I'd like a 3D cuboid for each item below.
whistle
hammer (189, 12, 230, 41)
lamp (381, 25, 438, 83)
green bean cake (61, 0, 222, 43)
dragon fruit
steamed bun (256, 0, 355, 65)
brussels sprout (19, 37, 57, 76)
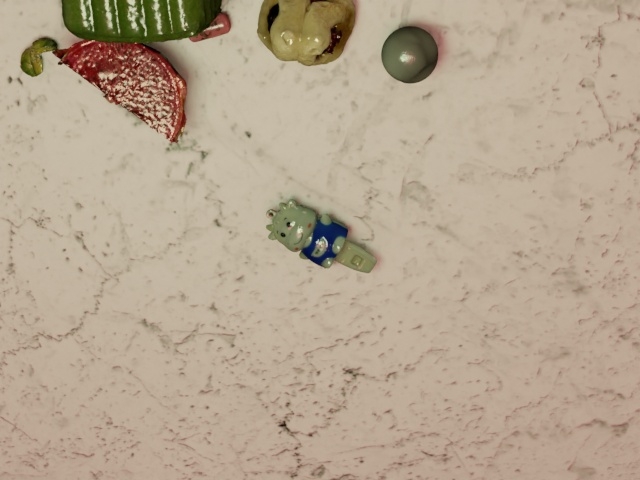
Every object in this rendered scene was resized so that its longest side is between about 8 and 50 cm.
[{"bbox_3d":[0.000,0.000,2.011,0.244,0.092,0.110,29,111,-9],"label":"whistle"},{"bbox_3d":[-0.206,-0.392,1.854,0.083,0.043,0.043,-14,115,12],"label":"hammer"},{"bbox_3d":[0.161,-0.335,1.821,0.105,0.105,0.105,2,117,3],"label":"lamp"},{"bbox_3d":[-0.302,-0.428,1.724,0.247,0.250,0.156,-1,117,4],"label":"green bean cake"},{"bbox_3d":[-0.348,-0.304,1.873,0.274,0.161,0.126,35,88,-8],"label":"dragon fruit"},{"bbox_3d":[-0.030,-0.375,1.785,0.172,0.155,0.141,16,118,-3],"label":"steamed bun"},{"bbox_3d":[-0.533,-0.349,1.902,0.051,0.046,0.083,40,103,-11],"label":"brussels sprout"}]
